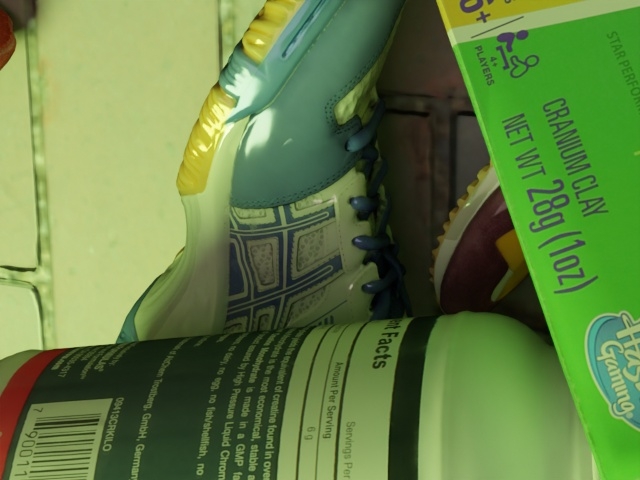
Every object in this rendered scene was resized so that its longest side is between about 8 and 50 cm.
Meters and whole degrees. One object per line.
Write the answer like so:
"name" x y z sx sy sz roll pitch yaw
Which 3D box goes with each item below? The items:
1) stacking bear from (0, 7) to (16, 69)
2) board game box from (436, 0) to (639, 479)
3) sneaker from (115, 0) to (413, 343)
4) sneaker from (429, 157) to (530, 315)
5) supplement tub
"stacking bear" -0.311 -0.032 0.780 0.175 0.164 0.289 41 122 9
"board game box" 0.205 -0.073 0.464 0.316 0.064 0.242 -23 58 12
"sneaker" 0.000 0.000 0.680 0.131 0.112 0.296 27 124 7
"sneaker" 0.120 -0.022 0.629 0.084 0.069 0.185 41 118 14
"supplement tub" 0.000 0.127 0.577 0.272 0.191 0.191 -5 103 14
